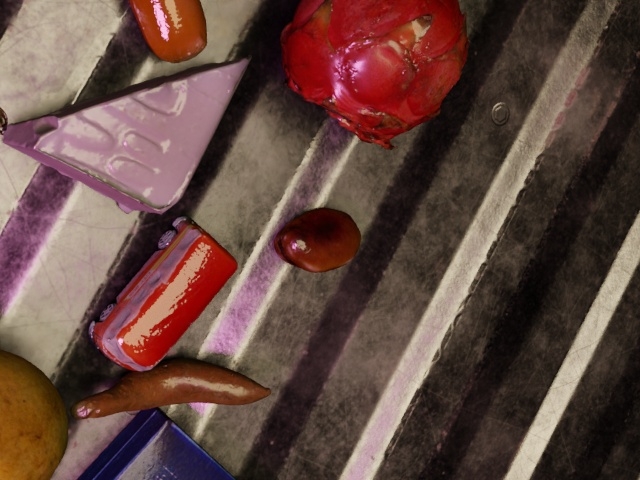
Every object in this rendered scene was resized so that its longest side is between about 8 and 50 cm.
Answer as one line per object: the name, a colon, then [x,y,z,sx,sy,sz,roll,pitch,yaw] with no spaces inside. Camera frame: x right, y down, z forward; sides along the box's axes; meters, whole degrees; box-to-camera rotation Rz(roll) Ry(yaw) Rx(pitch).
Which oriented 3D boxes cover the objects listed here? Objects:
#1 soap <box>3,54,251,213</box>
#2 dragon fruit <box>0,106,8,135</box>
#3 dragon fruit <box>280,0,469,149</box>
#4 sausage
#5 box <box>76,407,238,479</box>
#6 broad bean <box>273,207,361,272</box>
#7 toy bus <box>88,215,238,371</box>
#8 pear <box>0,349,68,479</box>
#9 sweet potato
soap: [-0.291,-0.210,1.404,0.258,0.159,0.302,29,84,-28]
dragon fruit: [-0.581,-0.202,1.262,0.282,0.147,0.210,20,81,-34]
dragon fruit: [0.091,-0.314,1.518,0.296,0.296,0.301,41,85,-29]
sausage: [-0.252,-0.407,1.414,0.105,0.105,0.274,-27,112,-22]
box: [-0.284,0.468,1.570,0.279,0.116,0.261,-48,117,-15]
broad bean: [0.000,0.000,1.645,0.165,0.084,0.114,-20,107,-31]
toy bus: [-0.252,0.096,1.503,0.121,0.120,0.265,46,77,-27]
pear: [-0.526,0.288,1.306,0.304,0.304,0.303,-6,103,-28]
sweet potato: [-0.255,0.243,1.538,0.346,0.108,0.079,-2,101,-33]
